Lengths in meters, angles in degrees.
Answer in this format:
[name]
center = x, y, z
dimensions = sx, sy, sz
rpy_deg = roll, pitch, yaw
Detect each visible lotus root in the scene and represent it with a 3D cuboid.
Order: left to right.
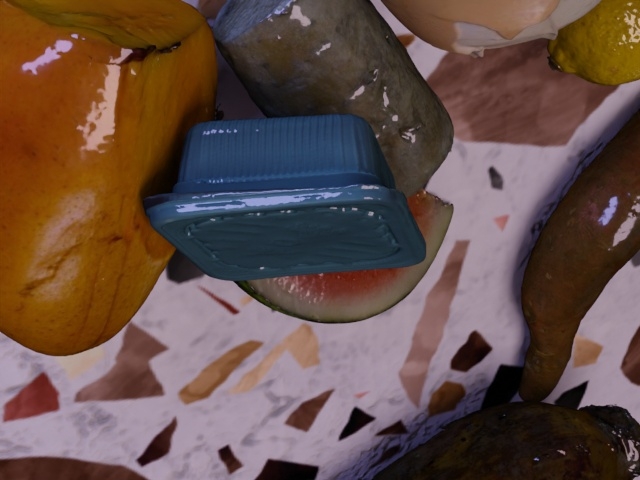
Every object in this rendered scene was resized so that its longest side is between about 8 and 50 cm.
[lotus root]
center = 0.118, 0.278, 1.273
dimensions = 0.397, 0.179, 0.196
rpy_deg = -35, 134, -6

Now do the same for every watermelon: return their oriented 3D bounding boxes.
[watermelon]
center = 0.003, 0.000, 1.102
dimensions = 0.245, 0.063, 0.119
rpy_deg = 8, 103, -34

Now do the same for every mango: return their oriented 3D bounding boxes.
[mango]
center = -0.162, -0.033, 0.918
dimensions = 0.187, 0.138, 0.257
rpy_deg = -20, 135, -55

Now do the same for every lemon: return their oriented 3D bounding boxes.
[lemon]
center = 0.223, -0.172, 1.079
dimensions = 0.133, 0.109, 0.109
rpy_deg = -35, 133, 5

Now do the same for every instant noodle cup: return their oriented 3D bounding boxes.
[instant noodle cup]
center = -0.017, -0.027, 0.925
dimensions = 0.157, 0.070, 0.179
rpy_deg = -3, 164, 10

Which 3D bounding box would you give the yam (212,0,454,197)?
[yam]
center = 0.006, -0.114, 0.986
dimensions = 0.107, 0.107, 0.194
rpy_deg = -41, 132, -1

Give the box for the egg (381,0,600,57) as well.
[egg]
center = 0.109, -0.244, 0.900
dimensions = 0.201, 0.201, 0.244
rpy_deg = -22, 119, -17

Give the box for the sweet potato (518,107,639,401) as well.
[sweet potato]
center = 0.234, 0.007, 1.229
dimensions = 0.108, 0.079, 0.346
rpy_deg = -1, 125, -45
